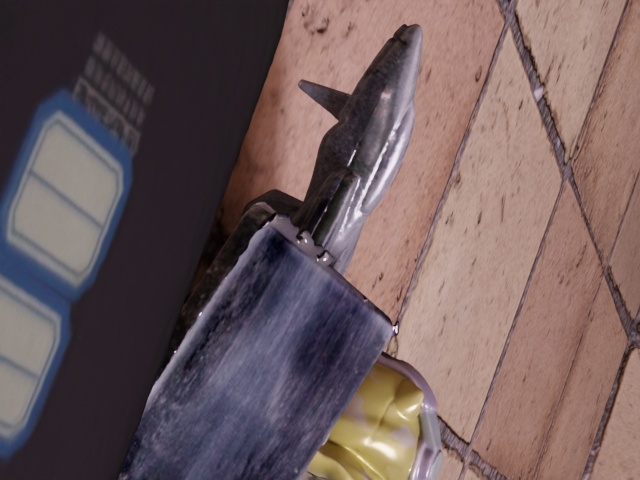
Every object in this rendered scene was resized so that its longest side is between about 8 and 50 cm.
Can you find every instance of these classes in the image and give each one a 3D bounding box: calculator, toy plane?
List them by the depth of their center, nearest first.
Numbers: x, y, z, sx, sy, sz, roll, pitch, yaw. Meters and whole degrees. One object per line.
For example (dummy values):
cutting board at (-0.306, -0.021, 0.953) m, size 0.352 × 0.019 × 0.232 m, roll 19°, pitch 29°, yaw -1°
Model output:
calculator at (-0.064, 0.119, 0.963) m, size 0.261 × 0.021 × 0.161 m, roll -55°, pitch 144°, yaw -7°
toy plane at (-0.011, -0.005, 1.038) m, size 0.212 × 0.088 × 0.267 m, roll -37°, pitch 145°, yaw -64°

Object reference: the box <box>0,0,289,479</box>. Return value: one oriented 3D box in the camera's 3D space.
box at (-0.128, -0.021, 0.662) m, size 0.359 × 0.091 × 0.350 m, roll 44°, pitch 64°, yaw -71°

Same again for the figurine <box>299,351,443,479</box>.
figurine at (0.006, 0.161, 1.220) m, size 0.208 × 0.128 × 0.184 m, roll 9°, pitch 96°, yaw -69°
